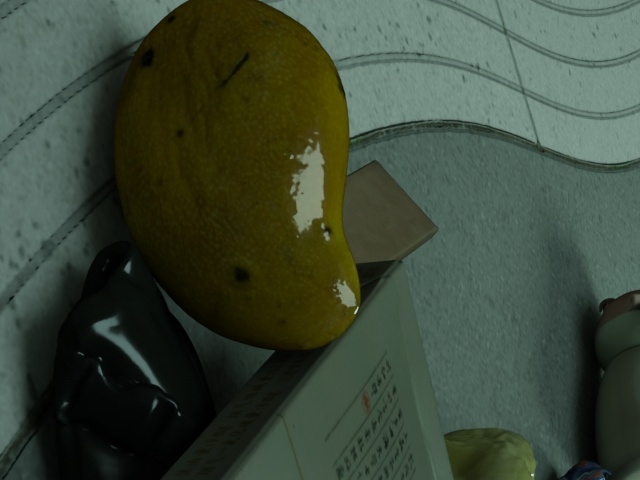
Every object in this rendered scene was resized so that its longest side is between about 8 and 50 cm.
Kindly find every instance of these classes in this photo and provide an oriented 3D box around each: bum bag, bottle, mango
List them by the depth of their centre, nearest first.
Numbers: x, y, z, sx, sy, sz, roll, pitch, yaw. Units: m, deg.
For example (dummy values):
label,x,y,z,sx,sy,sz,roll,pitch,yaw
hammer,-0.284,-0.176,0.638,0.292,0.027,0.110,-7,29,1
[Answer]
label,x,y,z,sx,sy,sz,roll,pitch,yaw
bum bag,-0.093,0.160,0.896,0.142,0.079,0.326,1,77,-64
mango,-0.052,-0.049,0.967,0.109,0.157,0.262,59,10,-54
bottle,0.357,0.156,1.654,0.147,0.147,0.237,43,34,-45

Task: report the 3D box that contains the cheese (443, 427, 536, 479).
label,x,y,z,sx,sy,sz,roll,pitch,yaw
cheese,0.127,0.263,1.213,0.226,0.117,0.214,-42,119,-61

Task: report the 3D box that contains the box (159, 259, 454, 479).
label,x,y,z,sx,sy,sz,roll,pitch,yaw
box,-0.002,0.172,0.939,0.365,0.051,0.205,-46,126,-60

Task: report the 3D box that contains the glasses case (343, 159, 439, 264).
label,x,y,z,sx,sy,sz,roll,pitch,yaw
glasses case,0.000,0.000,1.165,0.102,0.070,0.193,48,31,6

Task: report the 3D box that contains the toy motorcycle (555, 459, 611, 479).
label,x,y,z,sx,sy,sz,roll,pitch,yaw
toy motorcycle,0.279,0.280,1.523,0.205,0.076,0.114,35,45,-47
